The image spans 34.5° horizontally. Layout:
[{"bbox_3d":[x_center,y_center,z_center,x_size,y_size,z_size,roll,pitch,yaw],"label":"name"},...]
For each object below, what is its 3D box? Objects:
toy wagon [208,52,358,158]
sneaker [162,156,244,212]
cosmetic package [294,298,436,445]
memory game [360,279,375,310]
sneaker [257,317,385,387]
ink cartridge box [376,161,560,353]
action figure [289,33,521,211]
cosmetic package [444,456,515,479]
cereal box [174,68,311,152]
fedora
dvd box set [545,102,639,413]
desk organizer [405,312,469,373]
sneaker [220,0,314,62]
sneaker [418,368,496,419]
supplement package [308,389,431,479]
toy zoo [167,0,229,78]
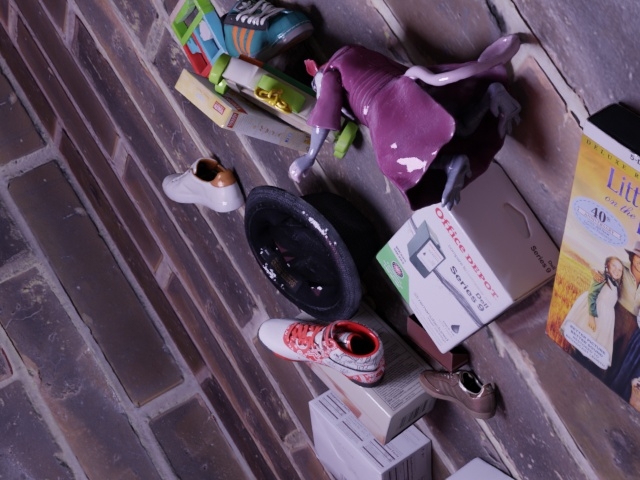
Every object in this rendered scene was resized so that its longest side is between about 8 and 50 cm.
[{"bbox_3d":[-0.060,-0.239,1.773,0.267,0.068,0.344,28,180,-1],"label":"toy wagon"},{"bbox_3d":[-0.294,-0.156,2.525,0.290,0.106,0.123,13,125,45],"label":"sneaker"},{"bbox_3d":[0.090,0.253,2.117,0.296,0.153,0.129,46,151,26],"label":"cosmetic package"},{"bbox_3d":[0.063,0.118,2.214,0.186,0.012,0.186,45,152,32],"label":"memory game"},{"bbox_3d":[0.001,0.187,1.988,0.270,0.090,0.145,21,151,15],"label":"sneaker"},{"bbox_3d":[0.231,0.031,1.647,0.211,0.121,0.289,56,155,10],"label":"ink cartridge box"},{"bbox_3d":[0.090,-0.206,1.515,0.370,0.248,0.275,38,147,36],"label":"action figure"},{"bbox_3d":[0.319,0.704,1.958,0.327,0.329,0.393,25,138,55],"label":"cosmetic package"},{"bbox_3d":[-0.141,-0.246,1.975,0.173,0.240,0.047,41,108,37],"label":"cereal box"},{"bbox_3d":[0.000,0.000,2.028,0.334,0.152,0.334,36,145,31],"label":"fedora"},{"bbox_3d":[0.443,0.066,1.339,0.307,0.062,0.420,43,151,34],"label":"dvd box set"},{"bbox_3d":[0.220,0.186,1.935,0.130,0.047,0.050,40,146,39],"label":"desk organizer"},{"bbox_3d":[-0.115,-0.389,1.888,0.121,0.108,0.302,62,158,-13],"label":"sneaker"},{"bbox_3d":[0.262,0.269,1.945,0.188,0.066,0.071,23,120,47],"label":"sneaker"},{"bbox_3d":[0.114,0.473,2.338,0.262,0.145,0.204,40,148,40],"label":"supplement package"},{"bbox_3d":[-0.225,-0.385,2.208,0.293,0.030,0.192,62,156,-1],"label":"toy zoo"}]
